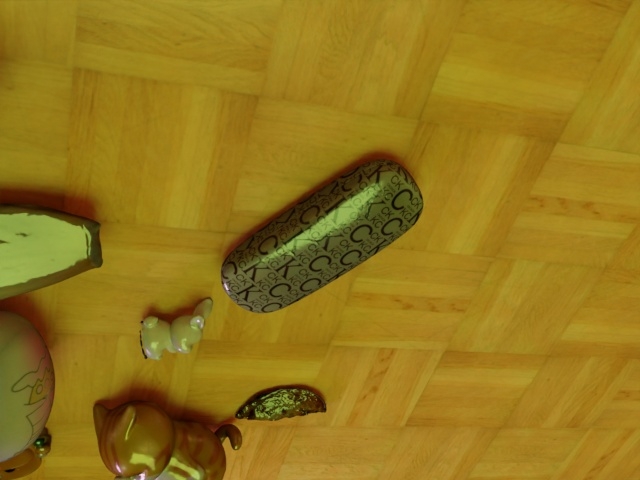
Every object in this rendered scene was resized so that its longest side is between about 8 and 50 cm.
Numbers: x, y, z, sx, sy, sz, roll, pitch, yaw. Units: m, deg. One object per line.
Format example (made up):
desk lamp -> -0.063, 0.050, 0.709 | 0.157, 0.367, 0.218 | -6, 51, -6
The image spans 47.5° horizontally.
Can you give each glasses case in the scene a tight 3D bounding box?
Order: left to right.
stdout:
glasses case -> 0.000, 0.000, 1.164 | 0.354, 0.085, 0.137 | -32, 131, 14

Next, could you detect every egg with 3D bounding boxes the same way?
egg -> -0.520, 0.232, 1.163 | 0.196, 0.196, 0.271 | 18, 113, -27

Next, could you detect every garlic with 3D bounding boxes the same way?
garlic -> -0.469, 0.013, 1.041 | 0.317, 0.112, 0.143 | -9, 110, -3

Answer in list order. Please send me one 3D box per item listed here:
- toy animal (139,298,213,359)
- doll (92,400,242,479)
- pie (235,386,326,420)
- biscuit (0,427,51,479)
toy animal -> -0.245, 0.155, 1.246 | 0.124, 0.071, 0.085 | -6, 113, 2
doll -> -0.300, 0.404, 1.386 | 0.166, 0.162, 0.269 | -20, 142, 36
pie -> -0.075, 0.330, 1.464 | 0.190, 0.033, 0.088 | -2, 126, -12
biscuit -> -0.595, 0.405, 1.382 | 0.170, 0.050, 0.170 | -7, 132, -8
